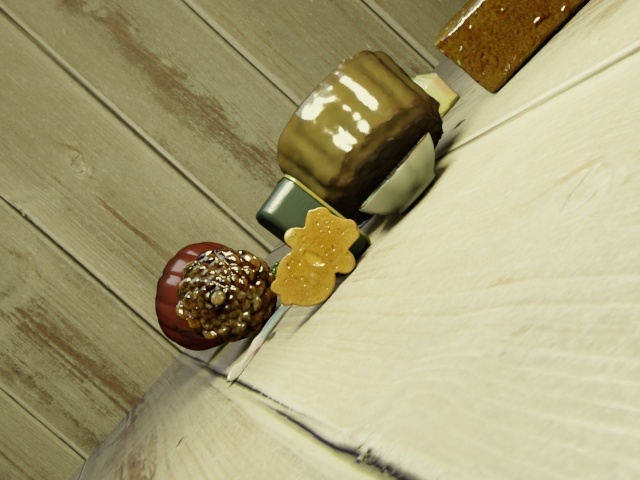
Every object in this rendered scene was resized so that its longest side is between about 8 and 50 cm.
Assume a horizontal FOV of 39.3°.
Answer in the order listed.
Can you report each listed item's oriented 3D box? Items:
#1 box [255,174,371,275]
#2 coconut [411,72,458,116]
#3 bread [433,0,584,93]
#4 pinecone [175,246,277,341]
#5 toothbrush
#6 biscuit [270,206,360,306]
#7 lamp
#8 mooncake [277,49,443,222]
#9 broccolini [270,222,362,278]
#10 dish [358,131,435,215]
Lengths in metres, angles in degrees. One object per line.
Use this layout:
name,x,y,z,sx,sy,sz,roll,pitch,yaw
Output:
box,-0.019,-0.022,1.650,0.090,0.201,0.144,-52,7,-10
coconut,0.273,-0.367,2.264,0.116,0.122,0.116,-46,5,6
bread,0.412,-0.475,1.693,0.416,0.165,0.113,-45,7,23
pinecone,-0.203,0.121,2.016,0.224,0.224,0.272,-47,-9,6
toothbrush,-0.118,0.195,1.824,0.027,0.021,0.269,-34,13,47
biscuit,-0.005,0.034,1.562,0.027,0.133,0.184,84,-160,-84
lamp,-0.318,0.153,2.456,0.303,0.257,0.303,-38,-43,-47
mooncake,0.082,-0.188,1.723,0.324,0.187,0.324,-37,-21,-17
broccolini,-0.003,0.002,2.023,0.392,0.074,0.079,-46,12,39
dish,0.149,-0.100,1.569,0.190,0.066,0.190,-48,2,2
